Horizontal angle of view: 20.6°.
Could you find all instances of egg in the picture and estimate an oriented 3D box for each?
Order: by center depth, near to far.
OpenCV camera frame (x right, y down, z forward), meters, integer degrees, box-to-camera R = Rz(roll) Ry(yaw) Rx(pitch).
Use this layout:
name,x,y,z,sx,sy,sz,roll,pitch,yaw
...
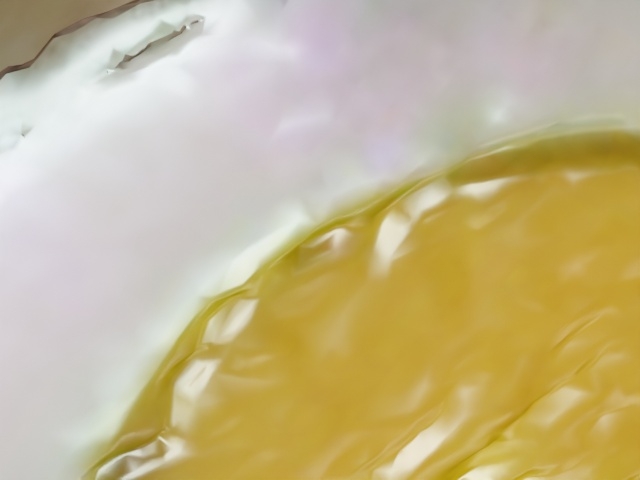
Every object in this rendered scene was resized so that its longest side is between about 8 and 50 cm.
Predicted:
name,x,y,z,sx,sy,sz,roll,pitch,yaw
egg,-0.002,-0.003,0.470,0.174,0.286,0.264,-114,5,-47
